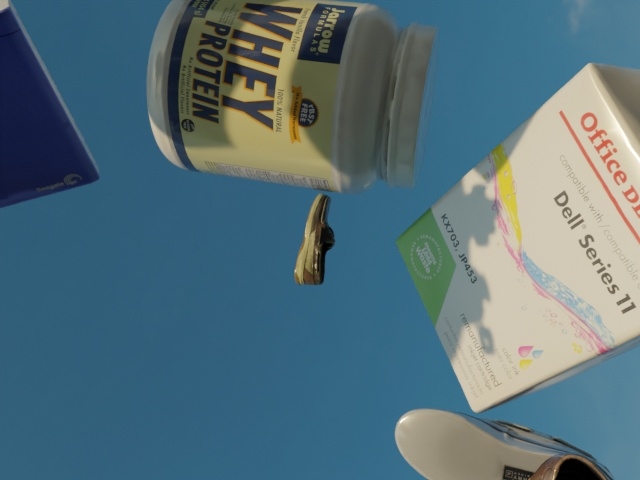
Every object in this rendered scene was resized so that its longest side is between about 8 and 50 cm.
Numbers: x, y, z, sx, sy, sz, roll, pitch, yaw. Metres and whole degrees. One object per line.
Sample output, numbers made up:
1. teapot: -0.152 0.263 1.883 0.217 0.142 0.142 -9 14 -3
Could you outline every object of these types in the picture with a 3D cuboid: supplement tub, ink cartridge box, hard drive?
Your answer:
1. supplement tub: -0.026 -0.185 0.839 0.325 0.235 0.235 9 -86 11
2. ink cartridge box: 0.239 -0.009 0.581 0.119 0.353 0.207 -6 -117 -35
3. hard drive: -0.463 -0.168 0.909 0.210 0.040 0.318 -16 -34 -7

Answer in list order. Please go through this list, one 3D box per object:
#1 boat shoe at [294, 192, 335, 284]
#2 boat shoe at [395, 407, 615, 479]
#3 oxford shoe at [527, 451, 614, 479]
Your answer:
1. boat shoe: 0.000 0.000 1.029 0.056 0.049 0.152 58 -137 -70
2. boat shoe: 0.221 0.267 0.804 0.084 0.258 0.095 4 -77 -71
3. oxford shoe: 0.235 0.338 0.481 0.130 0.363 0.132 -18 -35 1
